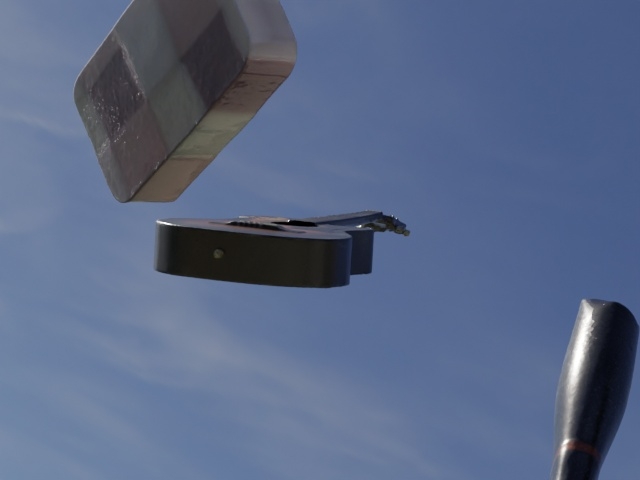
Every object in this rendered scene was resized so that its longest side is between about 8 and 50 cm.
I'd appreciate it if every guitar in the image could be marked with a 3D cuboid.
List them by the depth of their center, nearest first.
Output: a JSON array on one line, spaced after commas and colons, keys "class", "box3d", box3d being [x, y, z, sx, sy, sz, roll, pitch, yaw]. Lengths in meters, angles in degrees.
[{"class": "guitar", "box3d": [0.000, 0.000, 0.749, 0.088, 0.025, 0.233, 5, 5, 20]}]

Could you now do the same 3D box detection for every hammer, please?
[{"class": "hammer", "box3d": [0.117, 0.141, 0.741, 0.037, 0.290, 0.137, 13, -44, 11]}]

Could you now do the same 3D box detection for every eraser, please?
[{"class": "eraser", "box3d": [-0.055, -0.065, 0.592, 0.026, 0.065, 0.105, -1, -30, -42]}]
